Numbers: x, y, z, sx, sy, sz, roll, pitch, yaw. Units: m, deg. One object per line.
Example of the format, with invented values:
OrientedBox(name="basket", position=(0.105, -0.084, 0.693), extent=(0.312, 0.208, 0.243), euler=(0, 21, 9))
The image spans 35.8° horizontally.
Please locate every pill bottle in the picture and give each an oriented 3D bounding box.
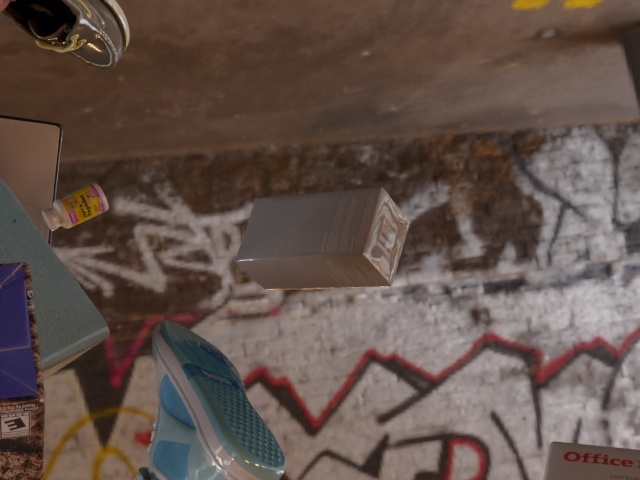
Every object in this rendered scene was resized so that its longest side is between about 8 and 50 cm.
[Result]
OrientedBox(name="pill bottle", position=(-0.338, -0.044, 1.366), extent=(0.083, 0.043, 0.043), euler=(-28, -179, -21))

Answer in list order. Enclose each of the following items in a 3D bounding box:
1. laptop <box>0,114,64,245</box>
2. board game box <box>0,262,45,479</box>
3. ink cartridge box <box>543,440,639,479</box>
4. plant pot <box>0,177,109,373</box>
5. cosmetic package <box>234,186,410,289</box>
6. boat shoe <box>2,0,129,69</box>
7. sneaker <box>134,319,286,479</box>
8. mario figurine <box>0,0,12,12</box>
OrientedBox(name="laptop", position=(-0.615, 0.014, 1.473), extent=(0.408, 0.381, 0.236), euler=(7, -151, -14))
OrientedBox(name="board game box", position=(-0.361, 0.170, 0.847), extent=(0.232, 0.141, 0.291), euler=(-4, 139, -19))
OrientedBox(name="ink cartridge box", position=(0.331, 0.357, 1.065), extent=(0.207, 0.117, 0.283), euler=(2, -148, 19))
OrientedBox(name="plant pot", position=(-0.452, 0.107, 1.133), extent=(0.247, 0.247, 0.252), euler=(-34, -177, 23))
OrientedBox(name="cosmetic package", position=(0.000, 0.000, 1.517), extent=(0.238, 0.127, 0.107), euler=(-3, 146, 36))
OrientedBox(name="boat shoe", position=(-0.320, -0.277, 1.163), extent=(0.109, 0.091, 0.305), euler=(0, 160, 16))
OrientedBox(name="sneaker", position=(-0.183, 0.248, 1.221), extent=(0.127, 0.208, 0.319), euler=(31, -169, -34))
OrientedBox(name="mario figurine", position=(-0.276, -0.300, 0.874), extent=(0.320, 0.198, 0.170), euler=(-37, -143, -25))
